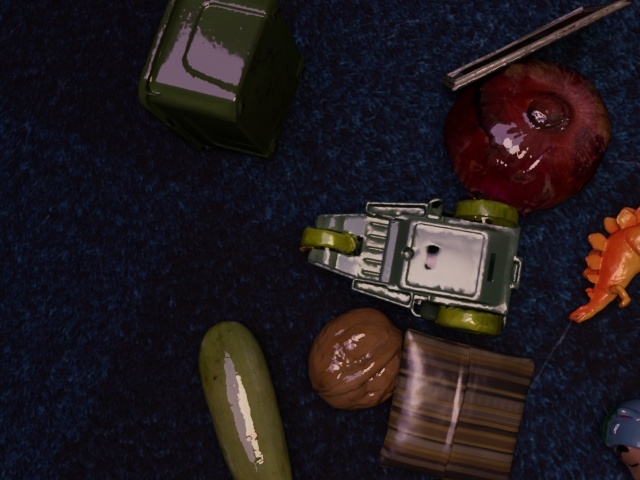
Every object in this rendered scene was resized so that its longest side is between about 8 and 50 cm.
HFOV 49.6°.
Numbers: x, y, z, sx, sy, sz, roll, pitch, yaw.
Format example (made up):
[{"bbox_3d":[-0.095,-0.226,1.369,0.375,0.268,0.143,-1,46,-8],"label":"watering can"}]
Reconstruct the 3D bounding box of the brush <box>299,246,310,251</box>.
[{"bbox_3d":[0.000,0.000,1.218,0.083,0.019,0.021,-19,63,14],"label":"brush"}]

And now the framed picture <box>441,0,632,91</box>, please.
[{"bbox_3d":[0.320,-0.307,1.084,0.273,0.216,0.016,-25,101,11],"label":"framed picture"}]

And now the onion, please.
[{"bbox_3d":[0.315,-0.163,1.057,0.246,0.190,0.246,0,75,2],"label":"onion"}]

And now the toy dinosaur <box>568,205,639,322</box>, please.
[{"bbox_3d":[0.466,0.009,1.035,0.288,0.070,0.117,-45,68,0],"label":"toy dinosaur"}]

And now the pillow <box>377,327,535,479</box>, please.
[{"bbox_3d":[0.206,0.260,1.046,0.208,0.052,0.212,14,85,-5],"label":"pillow"}]

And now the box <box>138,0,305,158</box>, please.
[{"bbox_3d":[-0.148,-0.284,1.179,0.178,0.328,0.253,16,86,9],"label":"box"}]

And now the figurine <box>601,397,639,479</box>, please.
[{"bbox_3d":[0.480,0.296,0.951,0.178,0.114,0.144,6,82,11],"label":"figurine"}]

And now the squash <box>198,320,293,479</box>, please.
[{"bbox_3d":[-0.117,0.312,1.143,0.118,0.118,0.370,-21,77,13],"label":"squash"}]

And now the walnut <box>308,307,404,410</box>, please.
[{"bbox_3d":[0.059,0.189,1.096,0.166,0.149,0.166,-1,93,-12],"label":"walnut"}]

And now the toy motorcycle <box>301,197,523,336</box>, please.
[{"bbox_3d":[0.139,0.029,1.081,0.326,0.200,0.191,10,84,10],"label":"toy motorcycle"}]
